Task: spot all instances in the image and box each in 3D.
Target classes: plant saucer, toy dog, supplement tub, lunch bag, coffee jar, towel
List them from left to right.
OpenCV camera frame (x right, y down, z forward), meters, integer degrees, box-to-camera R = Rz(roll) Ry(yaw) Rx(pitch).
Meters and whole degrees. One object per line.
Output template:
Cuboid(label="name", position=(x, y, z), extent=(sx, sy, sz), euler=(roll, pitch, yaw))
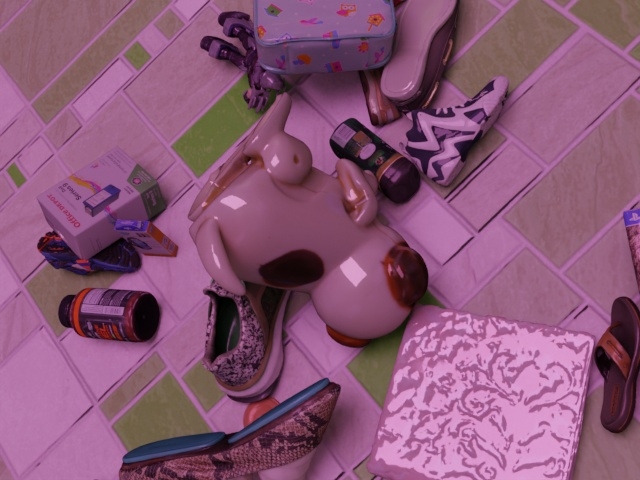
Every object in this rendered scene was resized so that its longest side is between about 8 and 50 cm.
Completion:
Cuboid(label="supplement tub", position=(-0.434, 0.150, 1.846), extent=(0.198, 0.106, 0.106), euler=(2, 71, 25))
Cuboid(label="plant saucer", position=(-0.107, 0.331, 1.686), extent=(0.083, 0.013, 0.083), euler=(-8, 67, 20))
Cuboid(label="toy dog", position=(0.000, 0.000, 1.571), extent=(0.284, 0.408, 0.395), euler=(-48, 15, 25))
Cuboid(label="lunch bag", position=(0.010, -0.434, 1.751), extent=(0.279, 0.108, 0.224), euler=(-4, 58, -2))
Cuboid(label="coffee jar", position=(0.106, -0.152, 1.734), extent=(0.079, 0.096, 0.184), euler=(-46, 60, -3))
Cuboid(label="towel", position=(0.270, 0.280, 1.522), extent=(0.331, 0.053, 0.317), euler=(10, 74, 26))

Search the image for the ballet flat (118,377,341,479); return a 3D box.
Cuboid(label="ballet flat", position=(-0.141, 0.396, 1.605), extent=(0.482, 0.164, 0.182), euler=(-24, 89, 23))

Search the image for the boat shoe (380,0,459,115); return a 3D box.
Cuboid(label="boat shoe", position=(0.207, -0.386, 1.784), extent=(0.109, 0.091, 0.305), euler=(9, 68, 35))

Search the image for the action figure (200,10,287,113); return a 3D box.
Cuboid(label="action figure", position=(-0.141, -0.385, 1.905), extent=(0.285, 0.099, 0.185), euler=(49, 120, 41))

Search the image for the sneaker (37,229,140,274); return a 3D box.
Cuboid(label="sneaker", position=(-0.487, 0.033, 1.934), extent=(0.221, 0.087, 0.083), euler=(10, 52, 11))

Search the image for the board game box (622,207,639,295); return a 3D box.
Cuboid(label="board game box", position=(0.615, 0.086, 1.396), extent=(0.232, 0.141, 0.291), euler=(-13, 66, 18))

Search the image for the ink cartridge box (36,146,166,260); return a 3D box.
Cuboid(label="ink cartridge box", position=(-0.460, -0.079, 1.908), extent=(0.212, 0.093, 0.154), euler=(-37, 58, -21))

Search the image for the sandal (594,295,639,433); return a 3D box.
Cuboid(label="sandal", position=(0.466, 0.194, 1.447), extent=(0.060, 0.090, 0.219), euler=(14, 81, -9))

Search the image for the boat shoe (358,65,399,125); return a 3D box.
Cuboid(label="boat shoe", position=(0.117, -0.323, 1.820), extent=(0.072, 0.068, 0.190), euler=(-13, 78, 3))

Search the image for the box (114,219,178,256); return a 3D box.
Cuboid(label="box", position=(-0.359, -0.008, 1.855), extent=(0.081, 0.136, 0.028), euler=(3, 63, 24))

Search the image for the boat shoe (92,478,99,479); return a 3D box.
Cuboid(label="boat shoe", position=(-0.446, 0.526, 1.743), extent=(0.049, 0.042, 0.133), euler=(2, 68, 51))

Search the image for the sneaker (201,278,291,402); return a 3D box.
Cuboid(label="sneaker", position=(-0.145, 0.086, 1.700), extent=(0.158, 0.182, 0.410), euler=(-7, 67, 21))

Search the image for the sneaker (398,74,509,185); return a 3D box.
Cuboid(label="sneaker", position=(0.237, -0.235, 1.701), extent=(0.153, 0.094, 0.235), euler=(34, 96, 15))

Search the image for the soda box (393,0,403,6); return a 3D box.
Cuboid(label="soda box", position=(0.050, -0.483, 1.894), extent=(0.263, 0.083, 0.092), euler=(-33, 62, 8))
